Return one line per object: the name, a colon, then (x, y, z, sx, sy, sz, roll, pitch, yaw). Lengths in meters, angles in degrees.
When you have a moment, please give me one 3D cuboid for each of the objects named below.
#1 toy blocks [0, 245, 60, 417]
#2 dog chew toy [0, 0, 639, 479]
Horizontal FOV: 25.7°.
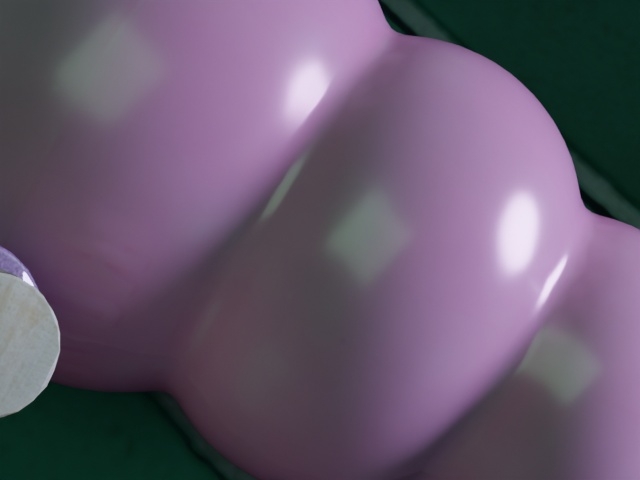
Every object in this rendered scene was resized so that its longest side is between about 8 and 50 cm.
toy blocks: (-0.192, 0.147, 0.487, 0.309, 0.260, 0.288, -26, 105, -22)
dog chew toy: (0.000, 0.000, 0.526, 0.332, 0.206, 0.206, 33, 77, 2)
